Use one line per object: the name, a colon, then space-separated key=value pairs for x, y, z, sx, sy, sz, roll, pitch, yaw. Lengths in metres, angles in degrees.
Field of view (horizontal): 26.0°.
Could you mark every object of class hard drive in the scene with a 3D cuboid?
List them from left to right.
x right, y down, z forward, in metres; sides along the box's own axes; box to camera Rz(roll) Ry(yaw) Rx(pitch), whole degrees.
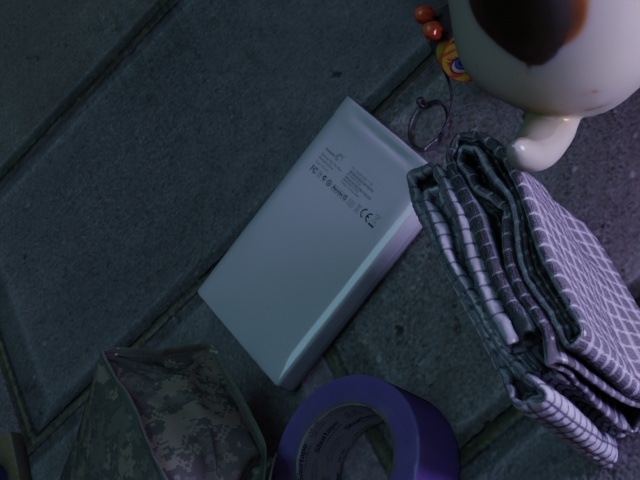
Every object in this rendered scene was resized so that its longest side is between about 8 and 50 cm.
hard drive: x=0.000 y=0.000 z=1.647 sx=0.307 sy=0.040 sz=0.203 roll=-52 pitch=47 yaw=8

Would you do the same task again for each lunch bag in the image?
lunch bag: x=-0.158 y=0.289 z=1.517 sx=0.287 sy=0.169 sz=0.235 roll=56 pitch=135 yaw=42

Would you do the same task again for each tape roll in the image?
tape roll: x=0.048 y=0.243 z=1.469 sx=0.189 sy=0.080 sz=0.189 roll=-18 pitch=59 yaw=33

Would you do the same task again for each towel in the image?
towel: x=0.218 y=0.053 z=1.313 sx=0.121 sy=0.235 sz=0.283 roll=-35 pitch=52 yaw=15

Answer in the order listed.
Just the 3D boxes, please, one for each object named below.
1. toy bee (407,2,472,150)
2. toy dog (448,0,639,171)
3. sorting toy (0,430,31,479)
toy bee: x=0.188 y=-0.223 z=1.515 sx=0.298 sy=0.162 sz=0.195 roll=-54 pitch=49 yaw=6
toy dog: x=0.175 y=-0.296 z=1.177 sx=0.284 sy=0.408 sz=0.395 roll=22 pitch=78 yaw=26
sorting toy: x=-0.492 y=0.414 z=1.828 sx=0.257 sy=0.089 sz=0.255 roll=-38 pitch=51 yaw=21
